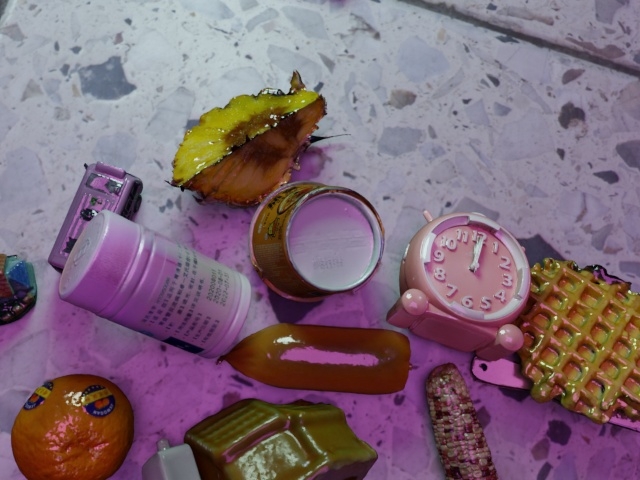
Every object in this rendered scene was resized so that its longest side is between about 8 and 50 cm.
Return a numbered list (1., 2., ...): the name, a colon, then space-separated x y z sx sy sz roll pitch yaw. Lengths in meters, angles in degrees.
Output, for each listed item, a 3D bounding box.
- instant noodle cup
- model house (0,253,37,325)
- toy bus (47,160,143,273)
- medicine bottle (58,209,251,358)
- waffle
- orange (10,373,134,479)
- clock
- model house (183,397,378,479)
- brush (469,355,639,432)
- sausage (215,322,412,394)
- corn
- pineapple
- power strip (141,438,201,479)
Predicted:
1. instant noodle cup: 0.000 0.000 1.065 0.215 0.172 0.216 0 89 -17
2. model house: -0.540 0.074 1.008 0.148 0.149 0.120 -8 80 -7
3. toy bus: -0.373 -0.032 1.074 0.096 0.108 0.199 19 76 -3
4. medicine bottle: -0.251 0.071 0.995 0.254 0.152 0.152 29 74 -30
5. waffle: 0.488 0.170 1.133 0.311 0.060 0.307 8 61 1
6. orange: -0.372 0.289 0.975 0.177 0.155 0.178 1 88 -44
7. clock: 0.248 0.064 1.132 0.227 0.142 0.241 20 66 -4
8. model house: -0.080 0.348 1.017 0.268 0.173 0.239 -25 45 -22
9. brush: 0.427 0.267 1.149 0.327 0.065 0.070 15 81 6
10. sausage: -0.010 0.196 1.079 0.328 0.112 0.112 4 77 -4
11. corn: 0.236 0.335 1.088 0.086 0.086 0.254 -13 79 -10
12. pineapple: -0.126 -0.165 1.141 0.334 0.158 0.161 -44 47 -18
13. power strip: -0.184 0.478 0.951 0.062 0.091 0.385 -3 58 -41
